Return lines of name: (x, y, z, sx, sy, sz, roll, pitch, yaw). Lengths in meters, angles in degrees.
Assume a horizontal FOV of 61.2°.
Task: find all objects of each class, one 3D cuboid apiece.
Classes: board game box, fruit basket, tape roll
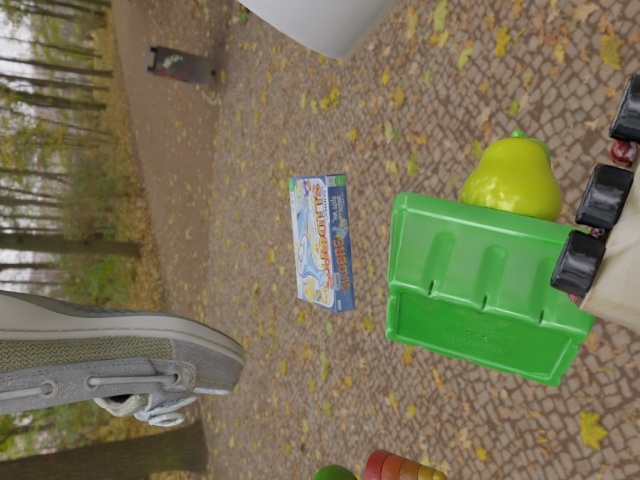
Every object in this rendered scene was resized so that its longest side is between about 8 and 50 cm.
board game box: (0.000, 0.000, 0.834, 0.136, 0.035, 0.201, 7, 103, 63)
fruit basket: (0.302, 0.011, 0.933, 0.282, 0.392, 0.392, 86, 167, -48)
tape roll: (-0.043, -0.313, 0.531, 0.100, 0.286, 0.286, -45, 45, 28)

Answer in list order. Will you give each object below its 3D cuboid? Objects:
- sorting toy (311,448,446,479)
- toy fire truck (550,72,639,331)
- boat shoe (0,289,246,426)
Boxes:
sorting toy: (0.080, 0.399, 0.828, 0.126, 0.366, 0.127, -25, 68, 34)
toy fire truck: (0.337, -0.026, 0.535, 0.159, 0.246, 0.216, 20, 98, 19)
boat shoe: (-0.187, 0.105, 0.420, 0.118, 0.320, 0.103, -9, 70, 32)
